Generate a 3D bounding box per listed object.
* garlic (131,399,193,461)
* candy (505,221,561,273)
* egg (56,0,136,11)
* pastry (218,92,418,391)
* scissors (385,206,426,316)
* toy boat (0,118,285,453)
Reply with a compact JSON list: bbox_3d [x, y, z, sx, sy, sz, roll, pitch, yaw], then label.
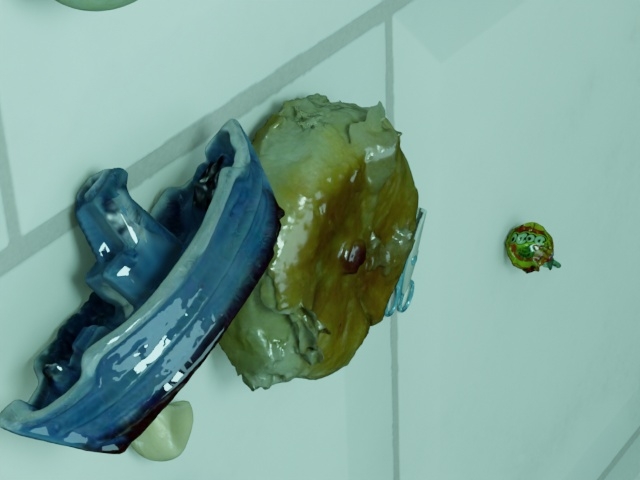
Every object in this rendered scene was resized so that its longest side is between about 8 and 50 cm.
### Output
[{"bbox_3d":[-0.135,0.159,1.327,0.083,0.041,0.053,-3,95,-67],"label":"garlic"},{"bbox_3d":[0.270,0.018,1.916,0.201,0.060,0.060,23,86,-68],"label":"candy"},{"bbox_3d":[-0.136,-0.221,1.036,0.152,0.114,0.114,-63,149,-17],"label":"egg"},{"bbox_3d":[0.002,0.003,1.381,0.235,0.120,0.257,-37,134,-45],"label":"pastry"},{"bbox_3d":[0.092,0.023,1.648,0.058,0.014,0.119,-13,120,-57],"label":"scissors"},{"bbox_3d":[-0.138,0.025,1.175,0.142,0.129,0.309,44,62,-18],"label":"toy boat"}]
